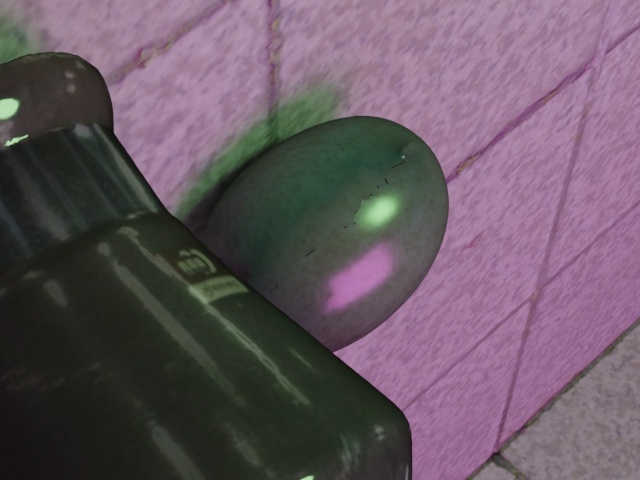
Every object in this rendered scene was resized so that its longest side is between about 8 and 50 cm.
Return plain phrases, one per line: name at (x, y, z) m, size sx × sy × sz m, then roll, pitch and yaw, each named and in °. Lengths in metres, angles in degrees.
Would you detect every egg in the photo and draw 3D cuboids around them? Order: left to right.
egg at (0.000, 0.000, 1.271) m, size 0.236 × 0.169 × 0.169 m, roll -43°, pitch 157°, yaw -15°

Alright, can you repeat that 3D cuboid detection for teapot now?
teapot at (-0.132, 0.090, 0.940) m, size 0.305 × 0.361 × 0.376 m, roll -34°, pitch 172°, yaw 11°
